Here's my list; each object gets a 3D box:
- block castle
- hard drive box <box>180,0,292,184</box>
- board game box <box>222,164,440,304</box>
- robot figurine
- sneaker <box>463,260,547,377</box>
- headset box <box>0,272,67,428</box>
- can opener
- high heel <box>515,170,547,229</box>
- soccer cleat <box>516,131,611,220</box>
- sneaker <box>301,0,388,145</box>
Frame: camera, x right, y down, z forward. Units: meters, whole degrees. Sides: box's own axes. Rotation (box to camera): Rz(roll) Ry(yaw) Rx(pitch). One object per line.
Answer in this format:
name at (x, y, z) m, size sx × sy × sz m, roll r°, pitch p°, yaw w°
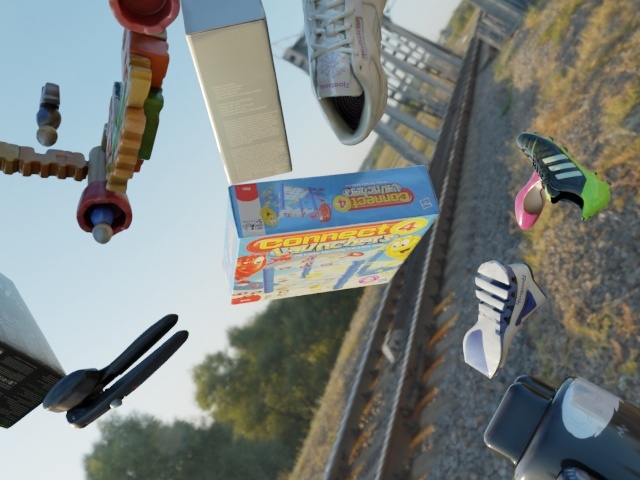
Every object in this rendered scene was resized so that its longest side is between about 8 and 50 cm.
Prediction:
block castle at (-0.377, -0.201, 0.902) m, size 0.213 × 0.303 × 0.453 m, roll -108°, pitch 33°, yaw -41°
hard drive box at (-0.105, -0.217, 0.819) m, size 0.232 × 0.089 × 0.181 m, roll 82°, pitch 174°, yaw -51°
board game box at (0.000, 0.000, 1.085) m, size 0.302 × 0.308 × 0.086 m, roll 111°, pitch 149°, yaw -65°
robot figurine at (0.350, 0.283, 0.821) m, size 0.209 × 0.278 × 0.173 m, roll -44°, pitch -28°, yaw -37°
sneaker at (0.481, 0.188, 1.658) m, size 0.127 × 0.182 × 0.315 m, roll 36°, pitch 128°, yaw 50°
headset box at (-0.577, 0.131, 1.066) m, size 0.131 × 0.283 × 0.246 m, roll -38°, pitch -28°, yaw -10°
can opener at (-0.229, 0.155, 0.766) m, size 0.186 × 0.059 × 0.073 m, roll -34°, pitch -13°, yaw 4°
high heel at (0.604, -0.119, 1.809) m, size 0.117 × 0.082 × 0.244 m, roll -97°, pitch 17°, yaw -59°
soccer cleat at (0.364, -0.103, 1.020) m, size 0.072 × 0.179 × 0.060 m, roll -43°, pitch -29°, yaw -2°
sneaker at (0.035, -0.273, 0.883) m, size 0.152 × 0.114 × 0.305 m, roll -69°, pitch -30°, yaw -57°
